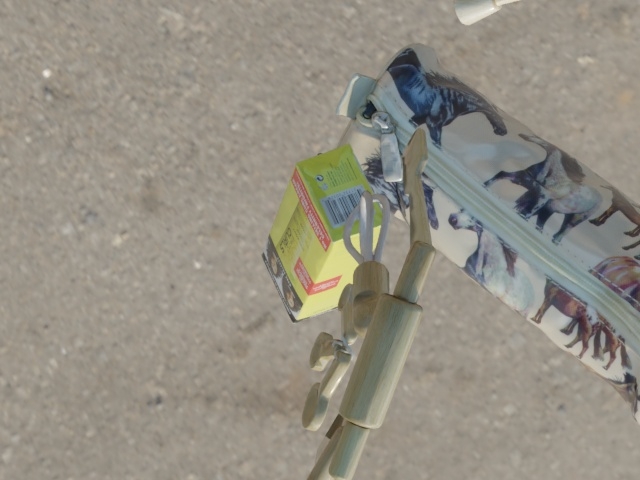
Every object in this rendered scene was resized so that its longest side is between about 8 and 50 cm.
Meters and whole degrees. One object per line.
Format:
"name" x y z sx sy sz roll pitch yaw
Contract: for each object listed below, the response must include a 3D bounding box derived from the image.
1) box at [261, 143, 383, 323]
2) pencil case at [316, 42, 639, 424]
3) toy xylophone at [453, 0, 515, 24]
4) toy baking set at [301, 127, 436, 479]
"box" 0.000 0.000 1.275 0.058 0.087 0.232 -20 165 -18
"pencil case" 0.192 -0.010 1.234 0.183 0.410 0.160 -16 141 -57
"toy xylophone" 0.115 -0.238 0.869 0.236 0.323 0.081 52 50 -25
"toy baking set" 0.028 0.046 0.945 0.030 0.197 0.256 18 99 -15
